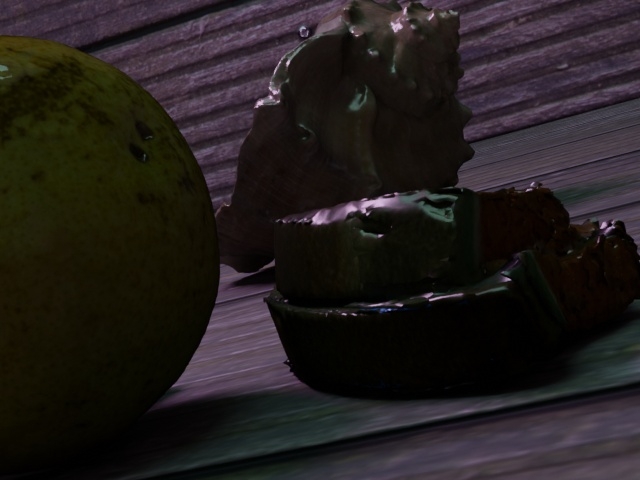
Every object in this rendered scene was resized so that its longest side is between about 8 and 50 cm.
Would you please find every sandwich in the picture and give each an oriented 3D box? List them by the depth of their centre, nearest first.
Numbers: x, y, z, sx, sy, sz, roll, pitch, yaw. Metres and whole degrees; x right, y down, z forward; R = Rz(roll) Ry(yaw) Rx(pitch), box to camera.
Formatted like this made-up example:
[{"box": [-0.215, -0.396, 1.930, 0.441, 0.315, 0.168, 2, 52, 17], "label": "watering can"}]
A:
[{"box": [0.053, 0.010, 0.567, 0.159, 0.079, 0.235, -16, 4, -4], "label": "sandwich"}]

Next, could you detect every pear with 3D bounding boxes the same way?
[{"box": [-0.136, 0.006, 0.580, 0.197, 0.197, 0.197, -16, 4, 1], "label": "pear"}]

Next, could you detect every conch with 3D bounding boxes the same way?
[{"box": [0.018, -0.072, 1.120, 0.186, 0.324, 0.263, 38, 28, 24], "label": "conch"}]
